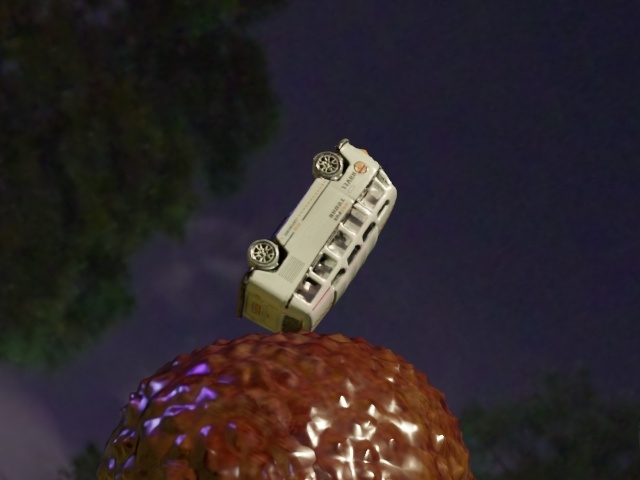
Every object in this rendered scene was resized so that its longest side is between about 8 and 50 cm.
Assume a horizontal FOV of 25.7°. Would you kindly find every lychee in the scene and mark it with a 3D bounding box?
[{"bbox_3d":[-0.018,0.181,0.918,0.261,0.261,0.260,35,-39,34],"label":"lychee"}]

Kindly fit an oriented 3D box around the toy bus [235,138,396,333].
[{"bbox_3d":[0.000,0.000,1.290,0.089,0.194,0.087,30,-26,9],"label":"toy bus"}]

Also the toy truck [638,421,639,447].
[{"bbox_3d":[0.290,0.209,0.931,0.155,0.279,0.156,-23,-69,40],"label":"toy truck"}]
